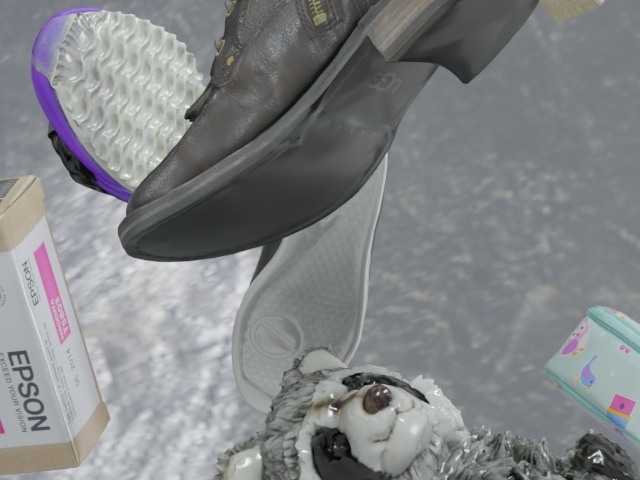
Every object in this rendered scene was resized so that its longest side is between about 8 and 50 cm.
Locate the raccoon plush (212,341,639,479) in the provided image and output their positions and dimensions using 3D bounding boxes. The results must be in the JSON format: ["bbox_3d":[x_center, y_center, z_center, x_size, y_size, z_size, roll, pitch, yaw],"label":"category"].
[{"bbox_3d":[0.070,0.290,1.526,0.216,0.299,0.446,-43,146,-52],"label":"raccoon plush"}]

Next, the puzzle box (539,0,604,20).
[{"bbox_3d":[0.180,-0.385,1.330,0.272,0.052,0.409,45,61,-18],"label":"puzzle box"}]

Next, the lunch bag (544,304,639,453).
[{"bbox_3d":[0.372,0.184,1.884,0.279,0.224,0.108,33,92,-31],"label":"lunch bag"}]

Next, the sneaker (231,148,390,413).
[{"bbox_3d":[0.000,0.000,1.624,0.104,0.295,0.147,15,26,0],"label":"sneaker"}]

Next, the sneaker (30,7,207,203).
[{"bbox_3d":[-0.137,-0.075,1.311,0.293,0.146,0.102,37,68,-59],"label":"sneaker"}]

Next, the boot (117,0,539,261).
[{"bbox_3d":[-0.031,-0.139,0.938,0.091,0.263,0.229,22,34,-59],"label":"boot"}]

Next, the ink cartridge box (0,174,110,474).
[{"bbox_3d":[-0.302,0.078,1.588,0.088,0.193,0.234,-62,142,-63],"label":"ink cartridge box"}]
